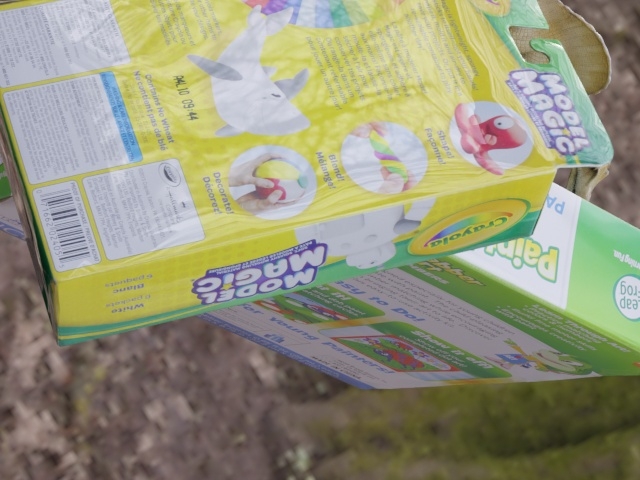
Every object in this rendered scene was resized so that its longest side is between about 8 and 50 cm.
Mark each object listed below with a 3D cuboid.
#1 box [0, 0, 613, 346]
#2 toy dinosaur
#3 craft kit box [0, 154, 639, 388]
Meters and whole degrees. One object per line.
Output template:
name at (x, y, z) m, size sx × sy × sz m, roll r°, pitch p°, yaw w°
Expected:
box at (-0.008, -0.039, 0.552) m, size 0.043 × 0.179 × 0.105 m, roll 99°, pitch -26°, yaw -58°
toy dinosaur at (0.103, -0.105, 0.882) m, size 0.053 × 0.092 × 0.183 m, roll -45°, pitch 131°, yaw -28°
craft kit box at (0.000, 0.000, 0.803) m, size 0.250 × 0.246 × 0.061 m, roll 26°, pitch 74°, yaw -30°
